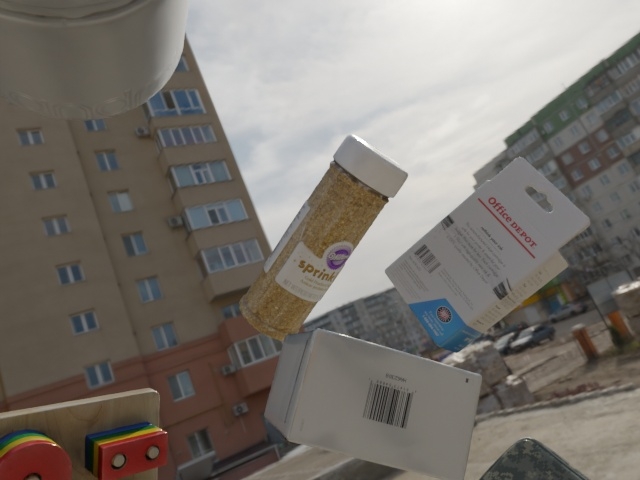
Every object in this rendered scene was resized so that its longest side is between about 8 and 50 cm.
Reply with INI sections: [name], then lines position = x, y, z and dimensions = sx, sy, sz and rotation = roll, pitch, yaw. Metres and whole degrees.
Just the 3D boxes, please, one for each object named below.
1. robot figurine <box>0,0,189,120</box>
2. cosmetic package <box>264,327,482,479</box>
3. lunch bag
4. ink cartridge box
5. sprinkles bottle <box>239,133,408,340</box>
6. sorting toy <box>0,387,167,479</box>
[robot figurine]
position = -0.196, -0.221, 0.396
dimensions = 0.300, 0.200, 0.353
rotation = -35, 2, -20
[cosmetic package]
position = 0.057, 0.219, 0.732
dimensions = 0.224, 0.138, 0.224
rotation = 18, -14, -9
[lunch bag]
position = 0.478, 0.576, 1.035
dimensions = 0.212, 0.256, 0.305
rotation = -42, 27, -9
[ink cartridge box]
position = 0.168, 0.017, 0.537
dimensions = 0.180, 0.104, 0.060
rotation = -42, -35, 14
[sprinkles bottle]
position = 0.000, 0.000, 0.897
dimensions = 0.355, 0.121, 0.121
rotation = -56, -25, 14
[sorting toy]
position = -0.317, 0.345, 0.676
dimensions = 0.255, 0.257, 0.089
rotation = 2, -1, -44
